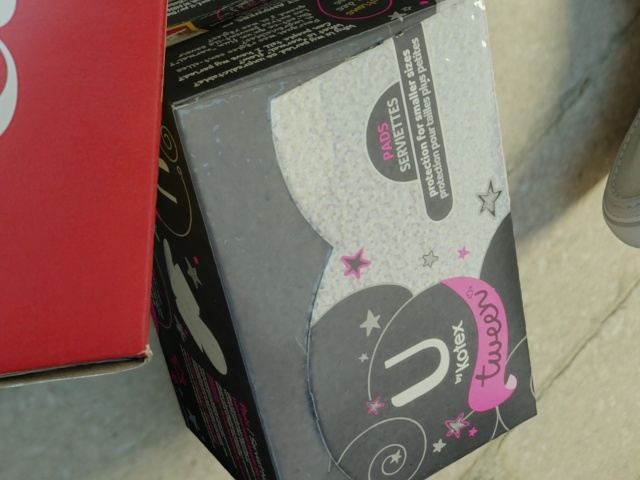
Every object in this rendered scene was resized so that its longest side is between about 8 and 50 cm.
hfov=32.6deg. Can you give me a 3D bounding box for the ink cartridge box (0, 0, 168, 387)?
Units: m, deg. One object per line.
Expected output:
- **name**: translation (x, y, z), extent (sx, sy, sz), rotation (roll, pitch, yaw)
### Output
- **ink cartridge box**: translation (-0.127, -0.115, 0.347), extent (0.130, 0.272, 0.309), rotation (-6, 114, -30)

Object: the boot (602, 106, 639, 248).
- **boot**: translation (0.234, -0.130, 0.695), extent (0.123, 0.095, 0.258), rotation (38, 79, -31)

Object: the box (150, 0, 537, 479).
- **box**: translation (0.000, 0.000, 0.558), extent (0.163, 0.142, 0.247), rotation (-25, 122, -21)
